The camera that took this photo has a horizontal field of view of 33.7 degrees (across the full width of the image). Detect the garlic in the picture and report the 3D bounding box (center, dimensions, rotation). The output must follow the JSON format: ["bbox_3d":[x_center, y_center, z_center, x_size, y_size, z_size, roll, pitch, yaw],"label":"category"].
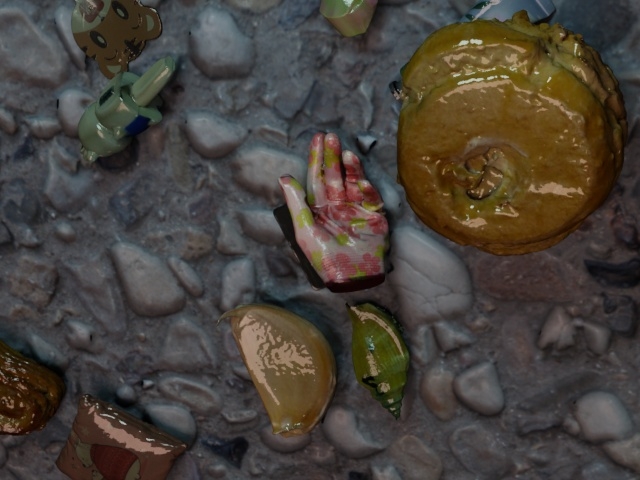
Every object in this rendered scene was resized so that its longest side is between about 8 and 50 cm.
[{"bbox_3d":[-0.065,0.200,1.747,0.145,0.164,0.245,-24,98,45],"label":"garlic"}]

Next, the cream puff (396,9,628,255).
[{"bbox_3d":[0.250,-0.152,1.435,0.327,0.231,0.343,-27,108,33],"label":"cream puff"}]

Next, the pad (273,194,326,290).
[{"bbox_3d":[0.000,0.000,1.724,0.112,0.003,0.157,-22,104,26],"label":"pad"}]

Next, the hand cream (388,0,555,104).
[{"bbox_3d":[0.205,-0.284,1.502,0.256,0.055,0.088,-36,101,23],"label":"hand cream"}]

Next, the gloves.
[{"bbox_3d":[0.027,-0.047,1.634,0.145,0.126,0.241,-15,72,16],"label":"gloves"}]

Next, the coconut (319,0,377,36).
[{"bbox_3d":[0.042,-0.342,1.516,0.083,0.082,0.081,-8,143,32],"label":"coconut"}]

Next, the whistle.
[{"bbox_3d":[-0.311,-0.209,1.694,0.092,0.110,0.244,32,125,-33],"label":"whistle"}]

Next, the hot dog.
[{"bbox_3d":[-0.623,0.264,2.006,0.259,0.114,0.175,32,119,4],"label":"hot dog"}]

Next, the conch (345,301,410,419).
[{"bbox_3d":[0.100,0.195,1.739,0.095,0.079,0.201,-7,102,3],"label":"conch"}]

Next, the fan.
[{"bbox_3d":[-0.366,-0.373,1.691,0.226,0.008,0.152,44,120,-3],"label":"fan"}]

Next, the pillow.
[{"bbox_3d":[-0.383,0.411,2.000,0.223,0.084,0.236,32,123,4],"label":"pillow"}]
